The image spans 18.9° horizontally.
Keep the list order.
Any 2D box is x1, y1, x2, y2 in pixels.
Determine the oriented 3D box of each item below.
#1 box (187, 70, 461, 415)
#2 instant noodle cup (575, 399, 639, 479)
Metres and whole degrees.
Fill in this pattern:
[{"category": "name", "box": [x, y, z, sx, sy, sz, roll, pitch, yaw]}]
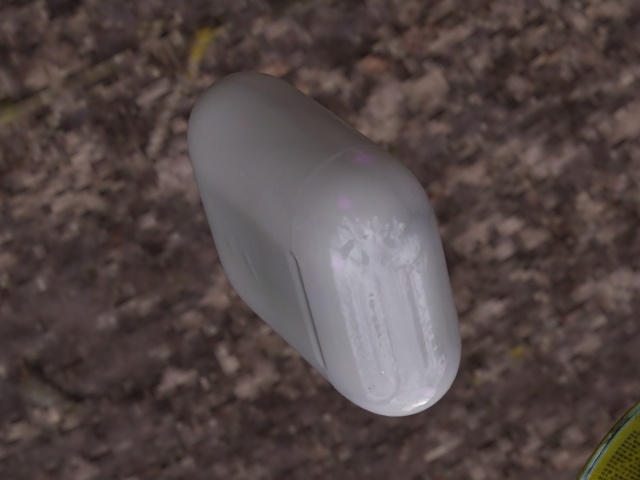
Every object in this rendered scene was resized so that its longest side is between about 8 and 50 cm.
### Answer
[{"category": "box", "box": [0.001, -0.001, 1.893, 0.141, 0.349, 0.289, -27, 128, -19]}, {"category": "instant noodle cup", "box": [0.439, 0.356, 2.151, 0.325, 0.254, 0.325, -32, 135, -39]}]
